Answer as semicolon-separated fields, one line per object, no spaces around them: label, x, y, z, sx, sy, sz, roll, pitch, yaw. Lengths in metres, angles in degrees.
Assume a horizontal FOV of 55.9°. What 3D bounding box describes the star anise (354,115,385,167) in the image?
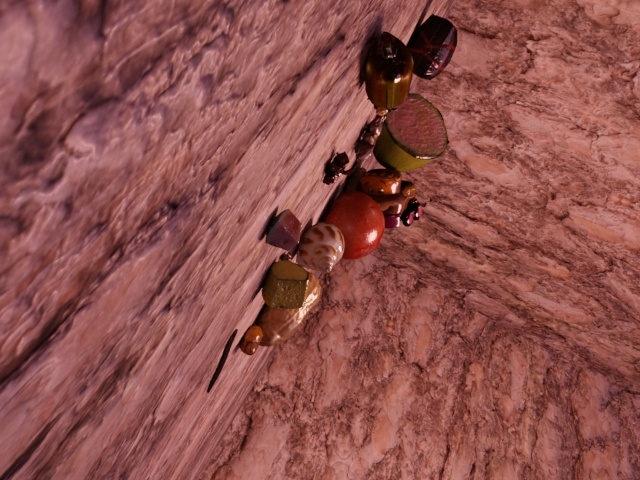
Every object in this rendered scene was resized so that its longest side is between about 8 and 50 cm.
star anise;0.170;-0.361;2.158;0.195;0.065;0.183;108;7;-74

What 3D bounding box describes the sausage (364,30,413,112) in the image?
sausage;0.159;-0.398;1.427;0.317;0.117;0.125;5;99;-84

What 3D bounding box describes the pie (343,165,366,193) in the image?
pie;0.159;-0.234;2.662;0.179;0.084;0.205;-61;171;-5

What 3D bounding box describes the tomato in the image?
tomato;0.126;-0.053;2.336;0.265;0.264;0.265;-61;176;-8

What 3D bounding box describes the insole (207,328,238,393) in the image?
insole;-0.274;0.338;1.689;0.253;0.005;0.086;-64;176;34

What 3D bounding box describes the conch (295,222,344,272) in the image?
conch;0.001;0.030;2.027;0.275;0.148;0.183;-58;170;-68

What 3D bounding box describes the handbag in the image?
handbag;0.391;-0.676;2.128;0.215;0.155;0.169;-62;167;21

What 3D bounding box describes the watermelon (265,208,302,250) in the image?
watermelon;-0.077;-0.025;1.303;0.092;0.072;0.085;95;6;-69

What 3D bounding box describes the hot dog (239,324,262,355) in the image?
hot dog;-0.214;0.315;1.893;0.140;0.060;0.090;13;101;-82

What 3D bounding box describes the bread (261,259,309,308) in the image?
bread;-0.096;0.123;1.692;0.111;0.129;0.114;-111;-150;-44

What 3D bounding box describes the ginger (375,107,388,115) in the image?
ginger;0.254;-0.523;2.123;0.214;0.058;0.133;-60;180;0

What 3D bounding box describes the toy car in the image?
toy car;0.278;-0.193;2.556;0.340;0.271;0.241;-37;128;-58

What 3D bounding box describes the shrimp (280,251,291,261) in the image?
shrimp;-0.101;0.055;1.782;0.038;0.029;0.092;-63;179;8

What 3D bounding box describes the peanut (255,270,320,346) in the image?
peanut;-0.114;0.228;2.048;0.153;0.140;0.325;1;-138;46

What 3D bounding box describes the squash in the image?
squash;0.319;-0.406;2.508;0.309;0.310;0.310;-39;-163;55

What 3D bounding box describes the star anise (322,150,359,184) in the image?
star anise;0.061;-0.211;1.691;0.097;0.070;0.190;-50;-175;-16
